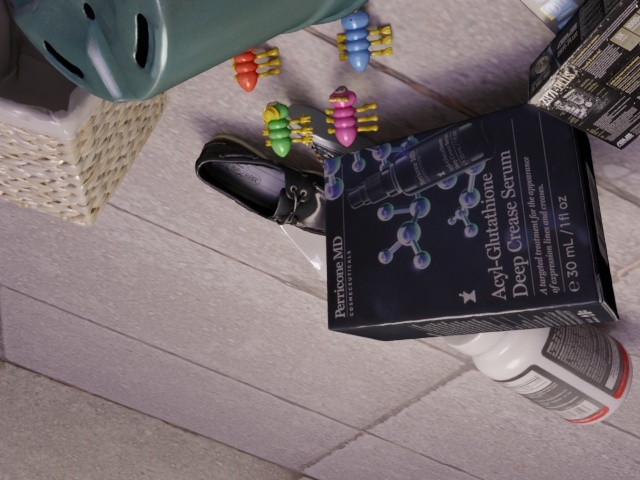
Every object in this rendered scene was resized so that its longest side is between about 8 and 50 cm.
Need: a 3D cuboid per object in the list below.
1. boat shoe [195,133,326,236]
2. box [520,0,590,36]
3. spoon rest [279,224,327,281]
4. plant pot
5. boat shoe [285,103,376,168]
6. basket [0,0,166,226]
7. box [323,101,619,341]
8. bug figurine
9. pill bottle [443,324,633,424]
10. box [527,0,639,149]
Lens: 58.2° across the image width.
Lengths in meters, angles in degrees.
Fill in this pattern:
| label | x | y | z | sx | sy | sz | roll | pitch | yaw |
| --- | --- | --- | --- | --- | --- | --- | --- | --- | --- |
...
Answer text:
| label | x | y | z | sx | sy | sz | roll | pitch | yaw |
| --- | --- | --- | --- | --- | --- | --- | --- | --- | --- |
| boat shoe | -0.080 | -0.086 | 1.069 | 0.340 | 0.113 | 0.127 | 31 | 120 | 0 |
| box | 0.381 | -0.361 | 0.630 | 0.394 | 0.097 | 0.318 | 34 | 142 | -21 |
| spoon rest | 0.000 | 0.000 | 1.214 | 0.137 | 0.084 | 0.276 | -7 | 137 | 27 |
| plant pot | -0.139 | -0.329 | 0.593 | 0.341 | 0.334 | 0.341 | 26 | 142 | 23 |
| boat shoe | 0.008 | -0.166 | 1.024 | 0.183 | 0.065 | 0.083 | 27 | 140 | -13 |
| basket | -0.443 | -0.251 | 0.891 | 0.328 | 0.332 | 0.266 | 18 | 147 | -1 |
| box | 0.224 | -0.009 | 0.907 | 0.395 | 0.294 | 0.212 | -12 | 161 | 30 |
| bug figurine | -0.024 | -0.245 | 0.897 | 0.278 | 0.072 | 0.217 | -4 | 109 | 23 |
| pill bottle | 0.452 | 0.224 | 1.216 | 0.362 | 0.210 | 0.210 | 30 | 140 | -16 |
| box | 0.362 | -0.216 | 0.681 | 0.147 | 0.078 | 0.180 | 23 | 144 | -8 |
